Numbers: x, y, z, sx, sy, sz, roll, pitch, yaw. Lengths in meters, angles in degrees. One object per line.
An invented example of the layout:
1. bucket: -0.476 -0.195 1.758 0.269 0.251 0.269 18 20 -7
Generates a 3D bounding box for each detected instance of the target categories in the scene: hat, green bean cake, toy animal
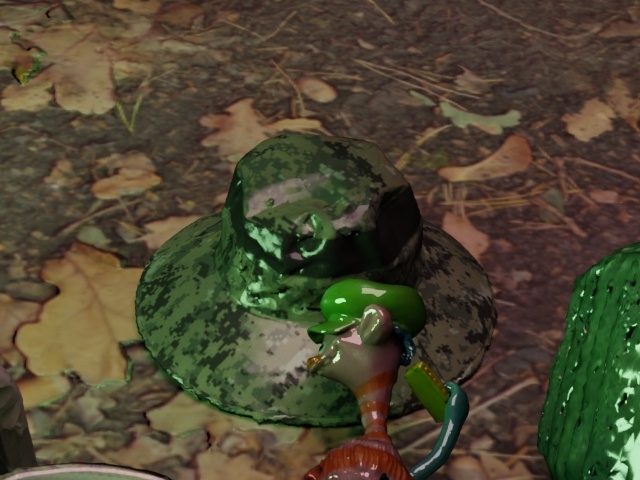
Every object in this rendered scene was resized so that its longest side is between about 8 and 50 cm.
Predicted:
1. hat: 0.000 0.000 1.277 0.265 0.128 0.265 2 37 -1
2. green bean cake: 0.291 0.098 1.040 0.308 0.169 0.300 13 -2 -1
3. toy animal: 0.037 0.122 1.124 0.103 0.100 0.208 3 48 4

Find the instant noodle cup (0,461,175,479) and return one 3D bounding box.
1. instant noodle cup: -0.108 0.249 0.839 0.243 0.231 0.243 4 38 -3

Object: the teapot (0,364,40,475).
1. teapot: -0.238 0.160 0.983 0.221 0.178 0.163 -10 40 -21
